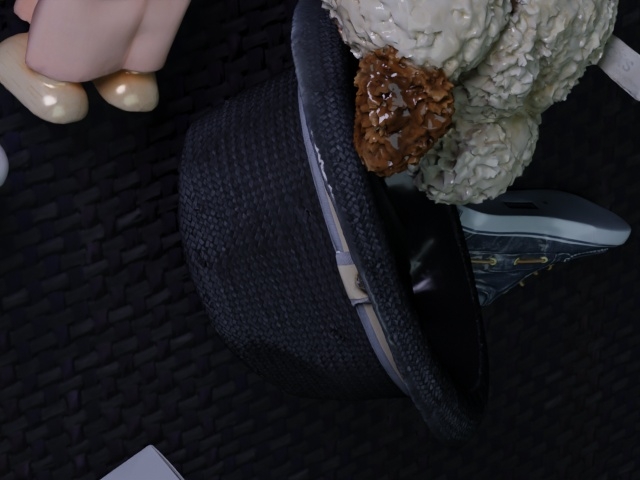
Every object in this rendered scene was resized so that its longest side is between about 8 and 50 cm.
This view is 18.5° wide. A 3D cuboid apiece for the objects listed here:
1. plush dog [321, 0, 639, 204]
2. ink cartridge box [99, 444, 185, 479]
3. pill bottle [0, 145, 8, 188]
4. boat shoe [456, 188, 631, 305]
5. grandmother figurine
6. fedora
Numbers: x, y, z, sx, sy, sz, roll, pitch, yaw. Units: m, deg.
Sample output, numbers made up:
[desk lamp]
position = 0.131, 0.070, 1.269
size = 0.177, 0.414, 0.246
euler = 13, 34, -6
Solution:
[plush dog]
position = 0.085, -0.160, 1.229
size = 0.225, 0.210, 0.262
euler = -9, 84, -51
[ink cartridge box]
position = -0.138, 0.266, 1.533
size = 0.127, 0.072, 0.175
euler = -35, 134, -13
[pill bottle]
position = -0.290, 0.014, 1.213
size = 0.117, 0.117, 0.215
euler = 19, 106, -43
[boat shoe]
position = 0.164, 0.006, 1.593
size = 0.183, 0.065, 0.083
euler = 4, 118, -31
[grandmother figurine]
position = -0.095, -0.222, 1.151
size = 0.208, 0.104, 0.342
euler = -23, 151, -48
[fedora]
position = 0.000, 0.000, 1.365
size = 0.152, 0.334, 0.334
euler = -16, 136, 15
